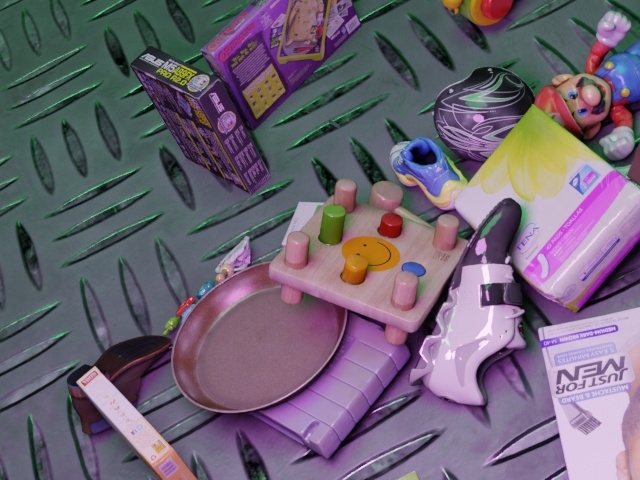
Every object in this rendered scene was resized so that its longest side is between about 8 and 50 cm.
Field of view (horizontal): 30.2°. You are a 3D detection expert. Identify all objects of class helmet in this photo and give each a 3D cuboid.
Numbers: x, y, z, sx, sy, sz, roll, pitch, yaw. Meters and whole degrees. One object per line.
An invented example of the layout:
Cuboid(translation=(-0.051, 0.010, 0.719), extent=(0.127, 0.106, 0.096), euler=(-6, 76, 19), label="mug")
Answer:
Cuboid(translation=(0.291, -0.218, 2.113), extent=(0.169, 0.169, 0.161), euler=(21, 44, 35), label="helmet")

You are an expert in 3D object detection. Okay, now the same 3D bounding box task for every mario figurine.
Cuboid(translation=(0.519, -0.271, 2.060), extent=(0.320, 0.170, 0.198), euler=(-30, 48, -7), label="mario figurine")

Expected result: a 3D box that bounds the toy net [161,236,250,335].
Cuboid(translation=(-0.189, 0.088, 2.129), extent=(0.232, 0.045, 0.122), euler=(-53, 12, -33), label="toy net")

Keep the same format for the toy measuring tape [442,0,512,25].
Cuboid(translation=(0.380, -0.507, 2.395), extent=(0.330, 0.121, 0.121), euler=(-20, 41, -26), label="toy measuring tape")

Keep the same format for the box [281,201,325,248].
Cuboid(translation=(0.000, 0.000, 2.087), extent=(0.087, 0.102, 0.101), euler=(2, 53, 27), label="box")

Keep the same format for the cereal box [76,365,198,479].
Cuboid(translation=(-0.279, 0.318, 1.880), extent=(0.047, 0.173, 0.240), euler=(-41, 48, -14), label="cereal box")

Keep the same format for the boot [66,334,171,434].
Cuboid(translation=(-0.343, 0.245, 2.049), extent=(0.082, 0.106, 0.219), euler=(17, 31, 38), label="boot")

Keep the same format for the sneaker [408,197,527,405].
Cuboid(translation=(0.269, 0.101, 1.841), extent=(0.146, 0.122, 0.330), euler=(23, 92, 21), label="sneaker")

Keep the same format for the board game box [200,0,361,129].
Cuboid(translation=(-0.073, -0.414, 2.408), extent=(0.056, 0.208, 0.347), euler=(28, 65, 38), label="board game box")

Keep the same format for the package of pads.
Cuboid(translation=(0.376, -0.050, 1.926), extent=(0.229, 0.101, 0.296), euler=(-51, 45, 11), label="package of pads")

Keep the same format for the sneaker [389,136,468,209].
Cuboid(translation=(0.179, -0.150, 2.107), extent=(0.091, 0.126, 0.240), euler=(-39, 36, -7), label="sneaker")

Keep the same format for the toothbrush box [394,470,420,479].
Cuboid(translation=(0.101, 0.490, 1.604), extent=(0.206, 0.122, 0.283), euler=(-25, 47, 1), label="toothbrush box")

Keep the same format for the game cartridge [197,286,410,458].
Cuboid(translation=(-0.046, 0.195, 1.957), extent=(0.355, 0.068, 0.230), euler=(23, 59, 42), label="game cartridge")

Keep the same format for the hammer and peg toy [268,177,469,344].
Cuboid(translation=(0.110, 0.003, 1.923), extent=(0.266, 0.127, 0.361), euler=(21, 37, 17), label="hammer and peg toy")

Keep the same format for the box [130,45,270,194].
Cuboid(translation=(-0.228, -0.229, 2.269), extent=(0.216, 0.270, 0.060), euler=(29, 67, 39), label="box")

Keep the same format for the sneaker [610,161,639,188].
Cuboid(translation=(0.522, -0.081, 1.952), extent=(0.211, 0.080, 0.081), euler=(-16, 44, 11), label="sneaker")

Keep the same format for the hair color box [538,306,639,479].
Cuboid(translation=(0.430, 0.264, 1.673), extent=(0.185, 0.110, 0.339), euler=(-13, 49, 10), label="hair color box")

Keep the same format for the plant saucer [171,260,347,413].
Cuboid(translation=(-0.095, 0.162, 1.938), extent=(0.310, 0.050, 0.310), euler=(-15, 44, 15), label="plant saucer")

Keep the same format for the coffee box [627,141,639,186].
Cuboid(translation=(0.619, -0.110, 1.838), extent=(0.246, 0.098, 0.141), euler=(-3, 35, -32), label="coffee box")
